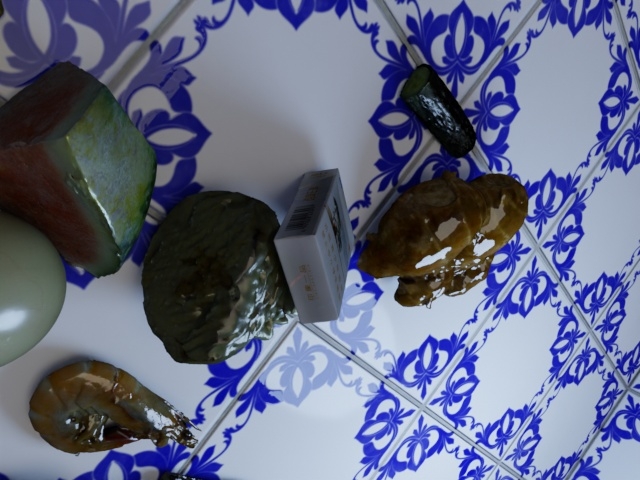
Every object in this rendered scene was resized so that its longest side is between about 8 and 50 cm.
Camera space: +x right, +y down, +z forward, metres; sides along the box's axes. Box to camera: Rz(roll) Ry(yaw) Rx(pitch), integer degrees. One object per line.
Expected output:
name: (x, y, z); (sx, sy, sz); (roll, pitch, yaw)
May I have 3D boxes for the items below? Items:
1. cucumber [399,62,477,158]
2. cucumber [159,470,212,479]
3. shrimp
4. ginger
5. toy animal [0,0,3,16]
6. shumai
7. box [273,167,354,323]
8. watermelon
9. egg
cucumber: (0.239, -0.235, 0.968); (0.211, 0.062, 0.078); (34, 88, -37)
cucumber: (-0.188, 0.485, 0.963); (0.245, 0.067, 0.067); (29, 91, -36)
shrimp: (-0.316, 0.289, 0.803); (0.152, 0.063, 0.287); (-47, 123, -6)
ginger: (0.241, -0.003, 1.015); (0.357, 0.152, 0.275); (-8, 132, -30)
toy animal: (-0.410, -0.210, 0.468); (0.180, 0.181, 0.364); (0, 105, 3)
shumai: (-0.135, 0.062, 0.792); (0.218, 0.189, 0.256); (25, 87, -59)
box: (0.000, -0.001, 0.809); (0.066, 0.233, 0.150); (-5, 119, 14)
watermelon: (-0.300, -0.074, 0.607); (0.193, 0.231, 0.310); (-45, 171, -14)
egg: (-0.390, 0.055, 0.560); (0.185, 0.242, 0.186); (0, 91, -1)
